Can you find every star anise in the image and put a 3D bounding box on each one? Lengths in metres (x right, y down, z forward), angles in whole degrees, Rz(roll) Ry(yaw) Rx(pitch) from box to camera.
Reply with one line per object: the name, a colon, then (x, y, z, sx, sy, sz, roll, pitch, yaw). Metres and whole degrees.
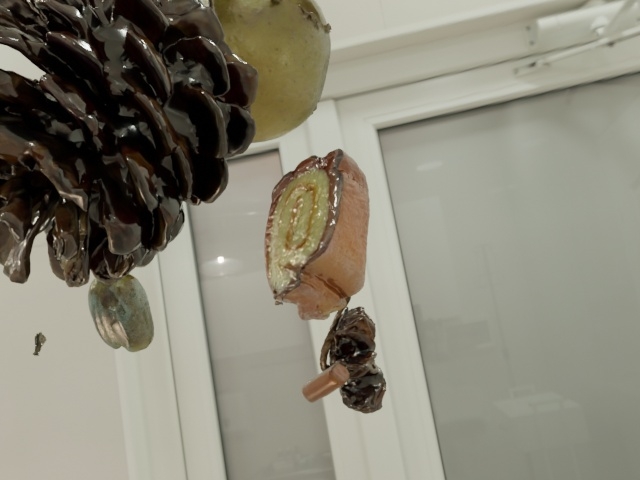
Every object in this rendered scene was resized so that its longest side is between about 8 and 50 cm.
star anise: (0.064, 0.240, 1.239, 0.125, 0.220, 0.190, -15, -28, 8)

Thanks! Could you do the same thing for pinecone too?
pinecone: (-0.227, -0.103, 0.571, 0.298, 0.296, 0.242, 9, -31, 27)

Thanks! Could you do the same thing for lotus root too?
lotus root: (-0.351, 0.114, 1.086, 0.113, 0.192, 0.088, 9, 34, 24)

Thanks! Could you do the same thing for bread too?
bread: (-0.009, 0.004, 0.961, 0.123, 0.244, 0.190, 28, -32, -34)

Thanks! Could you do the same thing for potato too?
potato: (-0.138, -0.480, 1.617, 0.319, 0.385, 0.442, -4, -50, -11)

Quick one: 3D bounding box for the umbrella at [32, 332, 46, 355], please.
umbrella: (-0.717, 0.263, 1.576, 0.020, 0.083, 0.031, -29, -53, 3)

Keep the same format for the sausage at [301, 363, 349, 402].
sausage: (0.005, 0.262, 1.130, 0.041, 0.039, 0.131, -44, 0, -42)

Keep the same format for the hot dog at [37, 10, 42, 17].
hot dog: (-0.598, -0.494, 1.375, 0.140, 0.090, 0.060, -25, -40, -29)
